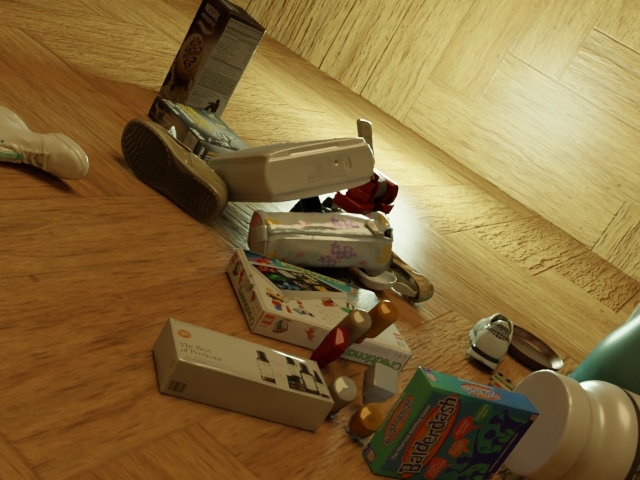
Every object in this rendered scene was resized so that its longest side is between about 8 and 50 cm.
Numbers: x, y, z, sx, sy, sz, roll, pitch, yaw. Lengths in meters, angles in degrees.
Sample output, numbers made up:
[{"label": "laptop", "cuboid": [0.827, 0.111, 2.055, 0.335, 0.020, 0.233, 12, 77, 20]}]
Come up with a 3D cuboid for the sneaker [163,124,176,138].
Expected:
[{"label": "sneaker", "cuboid": [-0.347, -0.211, 1.818, 0.071, 0.066, 0.188, -5, 5, -1]}]

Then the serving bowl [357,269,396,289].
[{"label": "serving bowl", "cuboid": [0.117, 0.085, 1.800, 0.083, 0.027, 0.083, 10, 19, -4]}]

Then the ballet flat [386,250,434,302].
[{"label": "ballet flat", "cuboid": [0.153, 0.066, 1.863, 0.206, 0.073, 0.067, 32, 32, 16]}]

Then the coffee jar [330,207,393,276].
[{"label": "coffee jar", "cuboid": [0.070, 0.000, 1.819, 0.184, 0.079, 0.096, 34, -22, 50]}]

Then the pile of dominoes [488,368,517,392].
[{"label": "pile of dominoes", "cuboid": [0.409, 0.323, 1.620, 0.196, 0.040, 0.251, 32, 18, 6]}]

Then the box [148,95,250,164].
[{"label": "box", "cuboid": [-0.280, -0.250, 2.042, 0.183, 0.056, 0.231, 10, 27, -45]}]

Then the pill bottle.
[{"label": "pill bottle", "cuboid": [0.487, 0.351, 1.392, 0.363, 0.210, 0.210, 25, 19, -19]}]

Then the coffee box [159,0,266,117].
[{"label": "coffee box", "cuboid": [-0.284, -0.466, 2.215, 0.119, 0.297, 0.168, 16, 23, -38]}]

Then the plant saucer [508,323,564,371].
[{"label": "plant saucer", "cuboid": [0.470, 0.246, 1.934, 0.168, 0.029, 0.168, 26, 19, -10]}]

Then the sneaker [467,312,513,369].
[{"label": "sneaker", "cuboid": [0.369, 0.196, 1.801, 0.090, 0.095, 0.235, 27, 12, 5]}]

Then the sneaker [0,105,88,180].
[{"label": "sneaker", "cuboid": [-0.498, -0.150, 1.441, 0.212, 0.080, 0.094, 26, 29, 8]}]

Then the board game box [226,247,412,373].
[{"label": "board game box", "cuboid": [-0.003, 0.122, 1.492, 0.305, 0.053, 0.193, 20, 22, -29]}]

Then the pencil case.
[{"label": "pencil case", "cuboid": [0.000, 0.000, 1.605, 0.273, 0.113, 0.124, 1, 3, -20]}]

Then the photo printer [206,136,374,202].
[{"label": "photo printer", "cuboid": [-0.078, -0.142, 1.751, 0.256, 0.107, 0.307, -14, 10, -32]}]

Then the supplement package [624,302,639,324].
[{"label": "supplement package", "cuboid": [0.871, 0.256, 2.151, 0.204, 0.262, 0.145, 14, 23, -39]}]

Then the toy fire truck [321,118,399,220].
[{"label": "toy fire truck", "cuboid": [0.112, -0.148, 2.068, 0.158, 0.246, 0.217, 37, 19, 17]}]

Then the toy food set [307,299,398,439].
[{"label": "toy food set", "cuboid": [0.045, 0.198, 1.310, 0.111, 0.104, 0.232, 23, 49, -17]}]

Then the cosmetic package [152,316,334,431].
[{"label": "cosmetic package", "cuboid": [-0.104, 0.183, 1.167, 0.239, 0.060, 0.099, 21, 20, -28]}]

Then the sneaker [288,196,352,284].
[{"label": "sneaker", "cuboid": [-0.003, -0.005, 1.747, 0.101, 0.106, 0.267, 19, 23, -38]}]

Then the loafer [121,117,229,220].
[{"label": "loafer", "cuboid": [-0.284, -0.138, 1.688, 0.268, 0.102, 0.092, 44, 19, 11]}]

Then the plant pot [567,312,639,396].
[{"label": "plant pot", "cuboid": [0.719, 0.285, 1.854, 0.271, 0.255, 0.272, 27, 19, -10]}]

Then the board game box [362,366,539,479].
[{"label": "board game box", "cuboid": [0.187, 0.274, 1.217, 0.210, 0.160, 0.047, 18, 22, -31]}]
